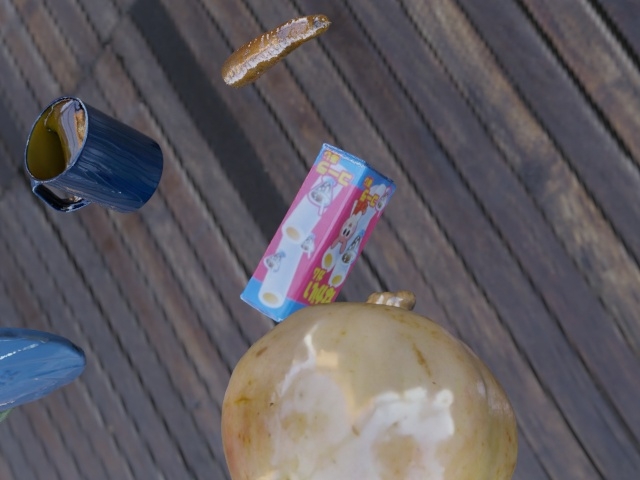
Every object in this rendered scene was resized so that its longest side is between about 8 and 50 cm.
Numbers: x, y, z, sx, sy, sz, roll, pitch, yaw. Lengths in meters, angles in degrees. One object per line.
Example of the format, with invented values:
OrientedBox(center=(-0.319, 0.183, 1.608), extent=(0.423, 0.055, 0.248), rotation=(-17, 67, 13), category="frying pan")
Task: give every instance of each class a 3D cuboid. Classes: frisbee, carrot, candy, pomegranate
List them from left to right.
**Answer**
OrientedBox(center=(-0.392, 0.160, 1.345), extent=(0.289, 0.290, 0.049), rotation=(-31, 62, 43), category="frisbee")
OrientedBox(center=(-0.069, -0.293, 1.914), extent=(0.248, 0.059, 0.059), rotation=(-23, 85, 46), category="carrot")
OrientedBox(center=(-0.001, -0.001, 2.171), extent=(0.100, 0.157, 0.305), rotation=(28, 92, 24), category="candy")
OrientedBox(center=(0.064, 0.249, 1.733), extent=(0.412, 0.411, 0.411), rotation=(14, 111, 40), category="pomegranate")

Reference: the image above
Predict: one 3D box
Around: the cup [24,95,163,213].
OrientedBox(center=(-0.295, -0.103, 1.602), extent=(0.150, 0.138, 0.113), rotation=(-6, 68, 38), category="cup")

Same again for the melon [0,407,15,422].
OrientedBox(center=(-0.468, 0.196, 1.747), extent=(0.114, 0.114, 0.167), rotation=(49, 115, 22), category="melon")
